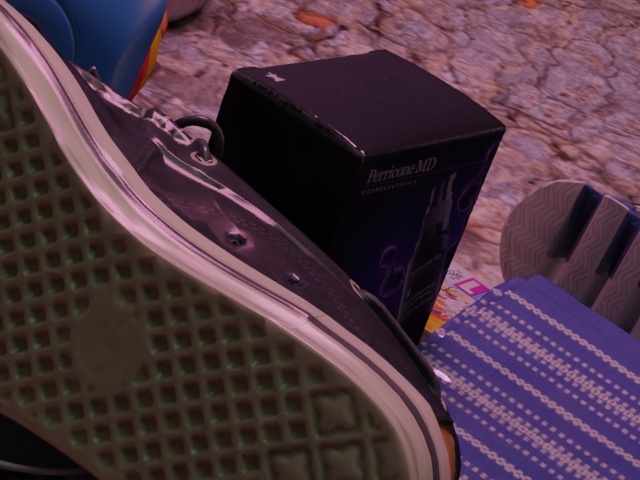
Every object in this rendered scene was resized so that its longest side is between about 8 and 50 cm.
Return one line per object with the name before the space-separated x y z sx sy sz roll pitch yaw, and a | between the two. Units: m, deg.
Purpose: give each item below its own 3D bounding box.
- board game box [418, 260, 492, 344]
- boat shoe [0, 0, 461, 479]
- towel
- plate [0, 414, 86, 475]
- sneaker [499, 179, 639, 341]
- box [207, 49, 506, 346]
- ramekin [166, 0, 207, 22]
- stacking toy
board game box | 0.096 0.059 1.309 0.154 0.026 0.103 36 30 29
boat shoe | -0.123 0.011 1.022 0.500 0.187 0.156 38 12 19
towel | 0.133 0.147 1.130 0.243 0.040 0.336 34 38 22
plate | -0.196 0.082 1.033 0.188 0.024 0.188 26 14 -7
sneaker | 0.291 0.059 1.323 0.315 0.127 0.182 39 23 21
box | 0.000 0.000 1.150 0.108 0.207 0.153 35 30 28
ramekin | -0.194 -0.294 1.668 0.273 0.127 0.273 16 27 -8
stacking toy | -0.177 -0.161 1.428 0.166 0.175 0.302 27 15 7
